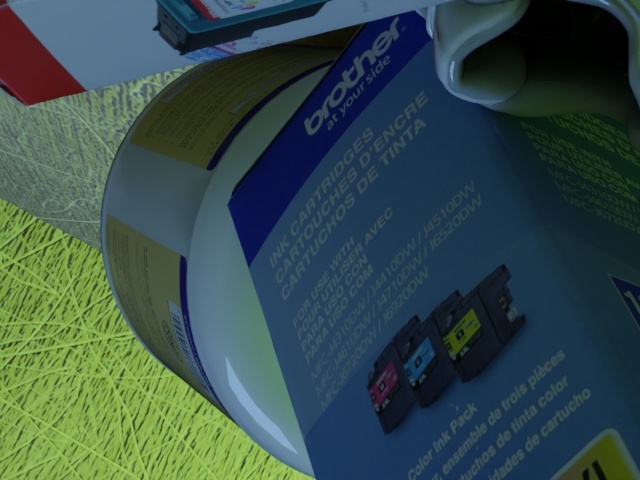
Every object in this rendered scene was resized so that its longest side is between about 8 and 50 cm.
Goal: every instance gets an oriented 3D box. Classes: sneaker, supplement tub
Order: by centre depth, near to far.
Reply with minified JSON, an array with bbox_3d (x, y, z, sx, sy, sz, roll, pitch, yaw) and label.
[{"bbox_3d":[0.065,-0.107,0.606,0.232,0.115,0.090,29,146,32],"label":"sneaker"},{"bbox_3d":[0.000,0.000,0.980,0.241,0.241,0.331,31,177,-21],"label":"supplement tub"}]

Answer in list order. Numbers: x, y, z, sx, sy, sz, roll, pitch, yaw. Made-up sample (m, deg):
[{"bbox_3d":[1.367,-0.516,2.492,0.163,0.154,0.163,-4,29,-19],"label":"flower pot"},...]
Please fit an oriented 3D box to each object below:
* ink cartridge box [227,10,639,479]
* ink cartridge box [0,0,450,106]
[{"bbox_3d":[0.125,0.060,0.674,0.270,0.151,0.395,25,-154,-32],"label":"ink cartridge box"},{"bbox_3d":[-0.054,-0.131,0.521,0.231,0.134,0.078,-12,162,8],"label":"ink cartridge box"}]
